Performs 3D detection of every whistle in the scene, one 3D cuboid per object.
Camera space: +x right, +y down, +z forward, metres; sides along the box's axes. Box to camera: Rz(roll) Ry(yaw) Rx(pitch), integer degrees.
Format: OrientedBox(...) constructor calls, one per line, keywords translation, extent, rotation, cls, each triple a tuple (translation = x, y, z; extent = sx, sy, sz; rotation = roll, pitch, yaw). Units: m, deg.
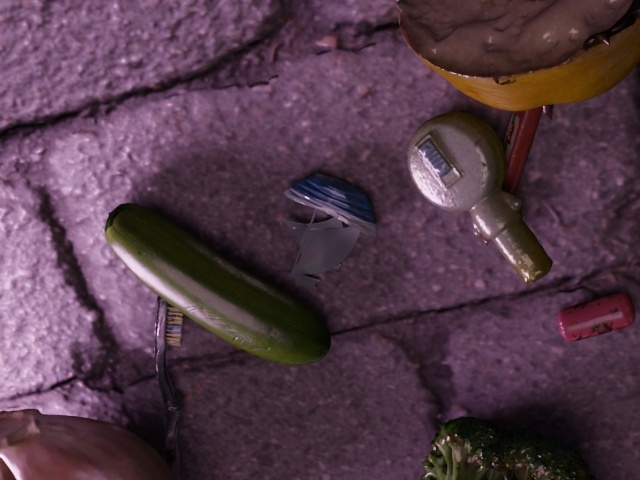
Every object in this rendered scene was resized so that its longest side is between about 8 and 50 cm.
OrientedBox(translation=(0.163, -0.040, 1.370), extent=(0.104, 0.057, 0.198), rotation=(-39, 82, 40), cls="whistle")

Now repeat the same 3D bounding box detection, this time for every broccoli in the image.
OrientedBox(translation=(0.199, 0.337, 1.479), extent=(0.269, 0.269, 0.254), rotation=(11, 127, 7), cls="broccoli")

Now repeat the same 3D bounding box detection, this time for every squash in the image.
OrientedBox(translation=(-0.119, 0.056, 1.507), extent=(0.292, 0.082, 0.082), rotation=(32, 120, -5), cls="squash")

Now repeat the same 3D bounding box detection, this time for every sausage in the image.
OrientedBox(translation=(0.198, -0.089, 1.382), extent=(0.029, 0.029, 0.223), rotation=(16, 120, 4), cls="sausage")

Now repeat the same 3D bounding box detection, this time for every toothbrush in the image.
OrientedBox(translation=(-0.183, 0.240, 1.649), extent=(0.042, 0.035, 0.413), rotation=(8, 119, 6), cls="toothbrush")

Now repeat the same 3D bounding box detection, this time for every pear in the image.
OrientedBox(translation=(0.218, -0.203, 1.242), extent=(0.267, 0.267, 0.178), rotation=(-14, 144, 20), cls="pear")

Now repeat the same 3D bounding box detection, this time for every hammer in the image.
OrientedBox(translation=(0.296, 0.083, 1.448), extent=(0.083, 0.043, 0.043), rotation=(-19, 112, 20), cls="hammer")

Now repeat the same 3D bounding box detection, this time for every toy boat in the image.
OrientedBox(translation=(0.011, -0.003, 1.470), extent=(0.105, 0.034, 0.149), rotation=(5, 118, 13), cls="toy boat")

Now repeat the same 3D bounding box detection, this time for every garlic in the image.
OrientedBox(translation=(-0.282, 0.379, 1.598), extent=(0.231, 0.246, 0.340), rotation=(-4, 75, 41), cls="garlic")
